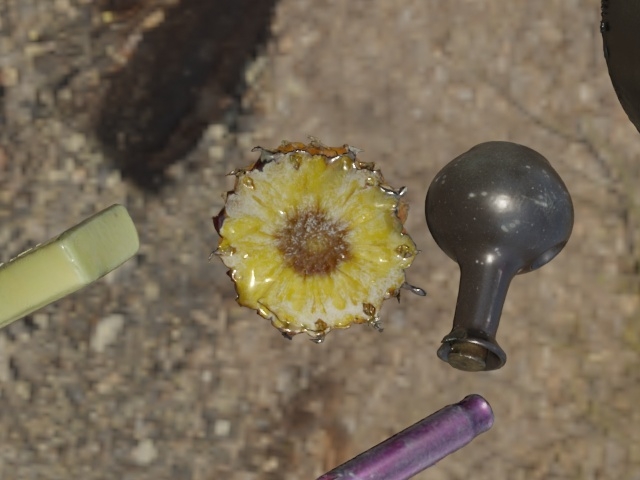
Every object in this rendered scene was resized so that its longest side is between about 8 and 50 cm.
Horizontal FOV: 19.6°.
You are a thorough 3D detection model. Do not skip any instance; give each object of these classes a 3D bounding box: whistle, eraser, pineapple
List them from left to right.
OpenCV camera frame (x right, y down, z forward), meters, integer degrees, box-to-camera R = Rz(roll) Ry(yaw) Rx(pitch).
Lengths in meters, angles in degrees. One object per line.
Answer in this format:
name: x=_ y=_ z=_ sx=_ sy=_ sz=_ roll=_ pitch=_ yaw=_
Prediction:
eraser: x=-0.267 y=0.032 z=1.792 sx=0.058 sy=0.172 sz=0.117 roll=62 pitch=31 yaw=-5
pineapple: x=0.000 y=0.000 z=1.758 sx=0.047 sy=0.221 sz=0.221 roll=-63 pitch=143 yaw=-70
whistle: x=0.051 y=0.149 z=1.259 sx=0.176 sy=0.033 sz=0.033 roll=-24 pitch=110 yaw=-36

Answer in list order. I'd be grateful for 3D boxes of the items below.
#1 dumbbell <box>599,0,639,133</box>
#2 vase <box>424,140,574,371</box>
dumbbell: x=0.281 y=-0.088 z=0.793 sx=0.203 sy=0.322 sz=0.204 roll=-4 pitch=103 yaw=-20
vase: x=0.132 y=0.016 z=1.461 sx=0.120 sy=0.120 sz=0.183 roll=41 pitch=55 yaw=-45
